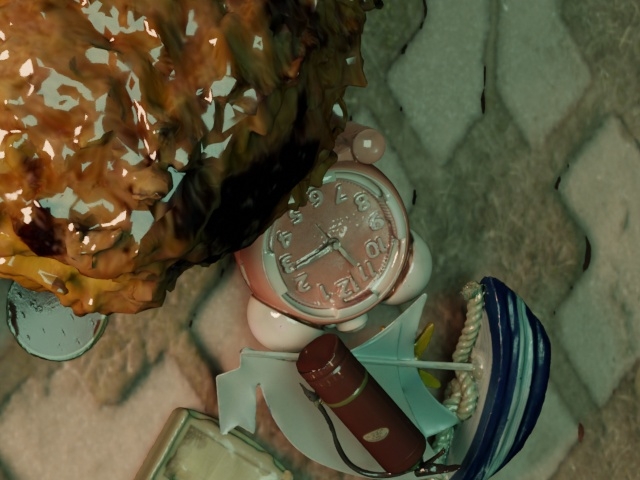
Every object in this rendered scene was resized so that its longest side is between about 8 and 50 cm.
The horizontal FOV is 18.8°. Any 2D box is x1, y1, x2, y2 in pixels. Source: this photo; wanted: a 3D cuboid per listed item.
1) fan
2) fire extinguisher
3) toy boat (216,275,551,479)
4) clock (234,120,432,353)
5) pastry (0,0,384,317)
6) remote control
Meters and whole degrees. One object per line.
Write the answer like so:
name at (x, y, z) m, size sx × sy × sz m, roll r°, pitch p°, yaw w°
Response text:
fan at (-0.220, 0.033, 1.549) m, size 0.085 × 0.005 × 0.133 m, roll -27°, pitch 99°, yaw -19°
fire extinguisher at (0.037, 0.145, 1.552) m, size 0.157 × 0.078 × 0.045 m, roll 49°, pitch 29°, yaw -25°
toy boat at (0.051, 0.130, 1.590) m, size 0.291 × 0.067 × 0.220 m, roll 3°, pitch 108°, yaw -29°
clock at (0.000, 0.000, 1.597) m, size 0.166 × 0.093 × 0.162 m, roll -24°, pitch 106°, yaw -16°
pastry at (-0.136, -0.130, 1.414) m, size 0.337 × 0.292 × 0.405 m, roll 16°, pitch 55°, yaw -6°
remote control at (-0.132, 0.279, 1.563) m, size 0.123 × 0.038 × 0.285 m, roll 32°, pitch 76°, yaw -19°
